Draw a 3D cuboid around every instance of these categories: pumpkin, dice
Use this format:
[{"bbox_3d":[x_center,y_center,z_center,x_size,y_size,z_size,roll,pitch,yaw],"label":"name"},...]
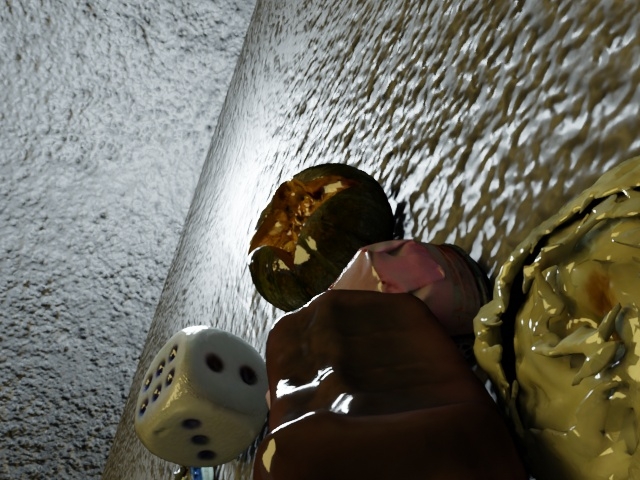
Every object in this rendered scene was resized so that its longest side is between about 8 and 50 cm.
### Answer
[{"bbox_3d":[0.002,0.002,0.834,0.238,0.159,0.238,-35,33,27],"label":"pumpkin"},{"bbox_3d":[-0.217,0.289,1.070,0.193,0.192,0.194,-44,29,27],"label":"dice"}]

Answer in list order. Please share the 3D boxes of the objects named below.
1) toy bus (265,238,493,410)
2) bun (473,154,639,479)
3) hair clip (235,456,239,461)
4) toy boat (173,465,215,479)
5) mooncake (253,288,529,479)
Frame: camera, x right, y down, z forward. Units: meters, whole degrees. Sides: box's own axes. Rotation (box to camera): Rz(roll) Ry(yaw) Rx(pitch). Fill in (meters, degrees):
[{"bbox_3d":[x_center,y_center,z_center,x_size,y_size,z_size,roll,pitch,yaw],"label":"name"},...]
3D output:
[{"bbox_3d":[0.056,0.131,0.652,0.302,0.147,0.127,-60,31,32],"label":"toy bus"},{"bbox_3d":[0.195,0.063,0.360,0.259,0.152,0.259,-43,38,48],"label":"bun"},{"bbox_3d":[-0.194,0.416,1.168,0.115,0.039,0.030,-15,59,66],"label":"hair clip"},{"bbox_3d":[-0.290,0.520,1.215,0.114,0.115,0.262,-59,26,31],"label":"toy boat"},{"bbox_3d":[0.057,0.185,0.421,0.326,0.174,0.333,71,-174,-69],"label":"mooncake"}]
